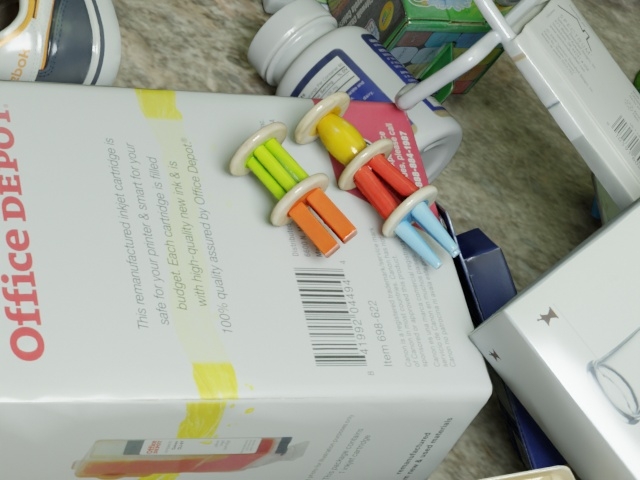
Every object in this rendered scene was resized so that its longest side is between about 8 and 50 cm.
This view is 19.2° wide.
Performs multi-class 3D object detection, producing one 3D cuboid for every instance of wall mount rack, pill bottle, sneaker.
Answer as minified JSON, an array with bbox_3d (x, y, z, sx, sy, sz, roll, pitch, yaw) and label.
[{"bbox_3d":[0.204,-0.104,1.564,0.350,0.130,0.304,54,36,-6],"label":"wall mount rack"},{"bbox_3d":[0.026,-0.124,1.673,0.112,0.112,0.187,-26,67,-41],"label":"pill bottle"},{"bbox_3d":[-0.277,-0.262,1.627,0.127,0.126,0.321,0,53,-36],"label":"sneaker"}]

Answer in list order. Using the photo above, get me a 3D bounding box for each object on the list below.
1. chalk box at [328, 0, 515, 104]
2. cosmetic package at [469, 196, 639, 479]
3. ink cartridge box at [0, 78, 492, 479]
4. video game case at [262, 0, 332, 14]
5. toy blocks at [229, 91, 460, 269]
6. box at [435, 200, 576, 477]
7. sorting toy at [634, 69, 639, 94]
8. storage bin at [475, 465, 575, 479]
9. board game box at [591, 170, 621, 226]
[{"bbox_3d":[0.097,-0.218,1.764,0.132,0.132,0.213,-2,66,-27],"label":"chalk box"},{"bbox_3d":[0.334,0.126,1.351,0.284,0.097,0.377,-37,86,-17],"label":"cosmetic package"},{"bbox_3d":[-0.104,0.038,1.399,0.384,0.160,0.279,2,54,-23],"label":"ink cartridge box"},{"bbox_3d":[0.021,-0.278,1.876,0.190,0.022,0.173,6,49,-24],"label":"video game case"},{"bbox_3d":[0.023,-0.028,1.364,0.123,0.054,0.148,-29,70,-40],"label":"toy blocks"},{"bbox_3d":[0.141,0.071,1.474,0.036,0.136,0.225,-20,97,0],"label":"box"},{"bbox_3d":[0.417,-0.180,1.925,0.365,0.126,0.127,-25,66,-42],"label":"sorting toy"},{"bbox_3d":[0.087,0.307,1.241,0.260,0.123,0.262,-10,52,-5],"label":"storage bin"},{"bbox_3d":[0.437,0.053,1.619,0.390,0.050,0.390,8,24,-1],"label":"board game box"}]
